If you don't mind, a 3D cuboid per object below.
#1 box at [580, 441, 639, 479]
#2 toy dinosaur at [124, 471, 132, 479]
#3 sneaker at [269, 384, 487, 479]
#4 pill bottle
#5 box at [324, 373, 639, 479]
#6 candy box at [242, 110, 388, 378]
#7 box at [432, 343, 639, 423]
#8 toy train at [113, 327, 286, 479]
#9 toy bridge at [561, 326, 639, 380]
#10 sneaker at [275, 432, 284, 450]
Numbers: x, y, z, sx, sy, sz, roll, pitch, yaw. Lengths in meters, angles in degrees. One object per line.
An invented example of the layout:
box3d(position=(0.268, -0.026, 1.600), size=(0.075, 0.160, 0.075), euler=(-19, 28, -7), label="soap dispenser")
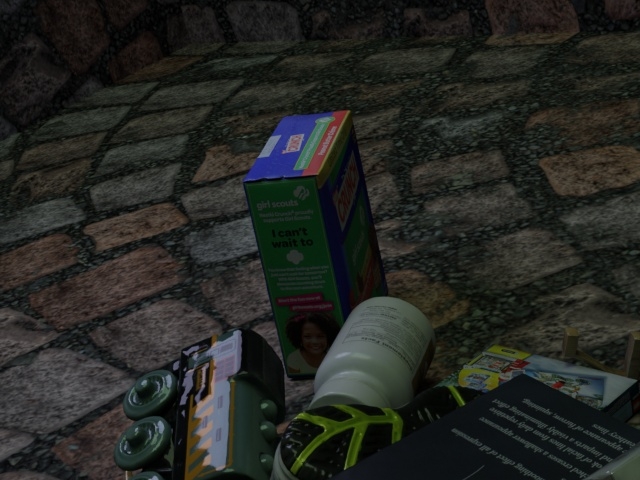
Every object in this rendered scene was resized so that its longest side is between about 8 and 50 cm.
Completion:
box3d(position=(0.387, 0.282, 1.094), size=(0.232, 0.322, 0.058), euler=(-27, -6, -28), label="box")
box3d(position=(-0.230, 0.339, 1.650), size=(0.092, 0.053, 0.183), euler=(-9, 25, -31), label="toy dinosaur")
box3d(position=(0.102, 0.259, 1.456), size=(0.384, 0.147, 0.145), euler=(5, 36, -31), label="sneaker")
box3d(position=(0.064, 0.181, 1.725), size=(0.131, 0.131, 0.229), euler=(-4, 25, 22), label="pill bottle")
box3d(position=(0.147, 0.332, 1.219), size=(0.395, 0.212, 0.293), euler=(-23, 25, -24), label="box")
box3d(position=(0.000, 0.000, 1.944), size=(0.122, 0.317, 0.268), euler=(-7, 24, 16), label="candy box")
box3d(position=(0.261, 0.206, 1.667), size=(0.159, 0.044, 0.233), euler=(-31, 28, -36), label="box")
box3d(position=(-0.135, 0.247, 1.554), size=(0.190, 0.142, 0.334), euler=(-25, 33, 16), label="toy train")
box3d(position=(0.402, 0.148, 1.694), size=(0.188, 0.063, 0.026), euler=(4, 22, -4), label="toy bridge")
box3d(position=(-0.024, 0.292, 1.599), size=(0.228, 0.086, 0.132), euler=(-11, 25, 32), label="sneaker")
